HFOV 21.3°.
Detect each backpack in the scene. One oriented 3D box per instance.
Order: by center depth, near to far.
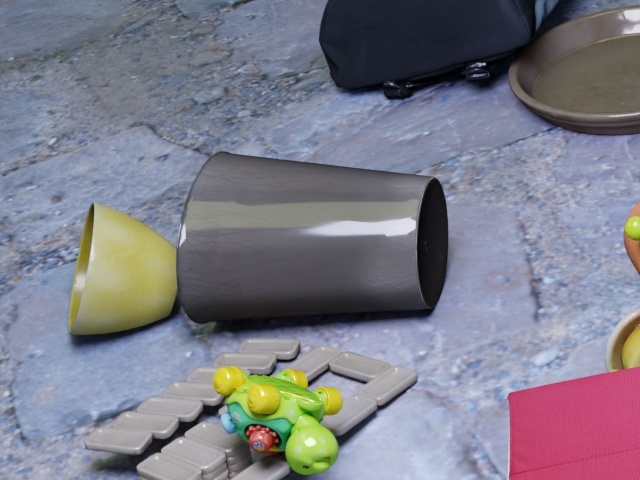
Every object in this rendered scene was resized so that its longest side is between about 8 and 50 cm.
[{"bbox_3d":[0.181,-0.351,2.100,0.290,0.273,0.355,-10,13,37],"label":"backpack"}]

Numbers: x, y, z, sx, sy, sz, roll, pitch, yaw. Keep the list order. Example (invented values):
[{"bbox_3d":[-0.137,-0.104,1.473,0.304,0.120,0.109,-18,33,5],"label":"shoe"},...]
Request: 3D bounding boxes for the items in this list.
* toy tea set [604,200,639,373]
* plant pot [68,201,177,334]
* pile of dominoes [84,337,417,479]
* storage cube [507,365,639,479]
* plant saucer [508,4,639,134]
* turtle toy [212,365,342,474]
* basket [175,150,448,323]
[{"bbox_3d":[0.393,0.040,1.378,0.336,0.200,0.124,-12,21,-7],"label":"toy tea set"},{"bbox_3d":[-0.193,0.036,1.710,0.095,0.134,0.134,10,28,-12],"label":"plant pot"},{"bbox_3d":[-0.062,0.166,1.531,0.196,0.040,0.251,14,32,40],"label":"pile of dominoes"},{"bbox_3d":[0.238,0.206,1.150,0.193,0.215,0.183,-13,30,14],"label":"storage cube"},{"bbox_3d":[0.353,-0.193,1.938,0.278,0.041,0.278,-10,30,6],"label":"plant saucer"},{"bbox_3d":[-0.031,0.150,1.424,0.095,0.066,0.130,7,10,-40],"label":"turtle toy"},{"bbox_3d":[0.000,0.000,1.656,0.227,0.154,0.204,2,34,19],"label":"basket"}]
